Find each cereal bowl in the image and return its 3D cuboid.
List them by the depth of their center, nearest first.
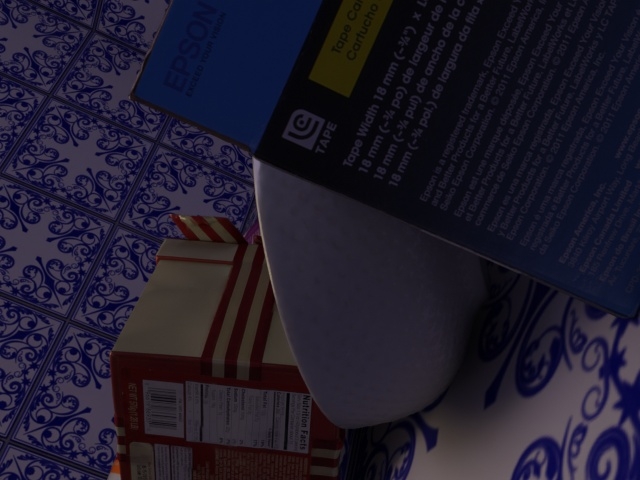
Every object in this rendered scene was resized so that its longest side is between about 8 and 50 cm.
[{"bbox_3d":[0.063,-0.016,0.712,0.339,0.141,0.338,-10,-90,-77],"label":"cereal bowl"}]

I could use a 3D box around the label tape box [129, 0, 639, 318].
[{"bbox_3d":[0.088,-0.126,0.496,0.240,0.334,0.106,-65,18,7],"label":"label tape box"}]

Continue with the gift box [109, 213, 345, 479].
[{"bbox_3d":[-0.097,0.132,0.896,0.258,0.277,0.255,-77,-4,-62],"label":"gift box"}]

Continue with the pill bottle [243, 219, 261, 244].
[{"bbox_3d":[0.000,0.000,1.152,0.301,0.169,0.169,-41,26,50],"label":"pill bottle"}]

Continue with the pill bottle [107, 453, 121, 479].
[{"bbox_3d":[-0.177,0.259,1.376,0.224,0.224,0.392,136,155,-66],"label":"pill bottle"}]
